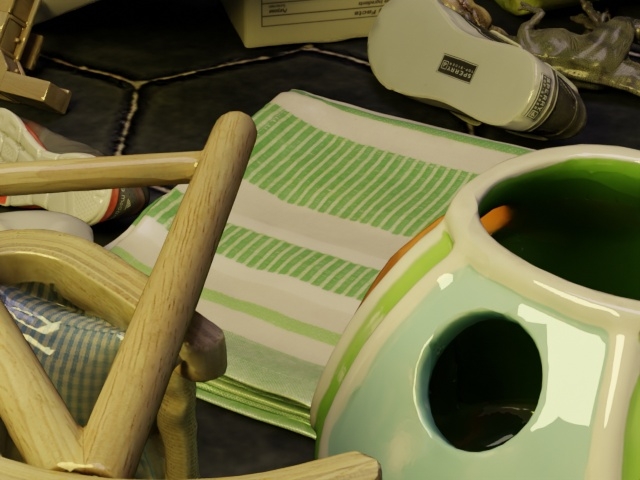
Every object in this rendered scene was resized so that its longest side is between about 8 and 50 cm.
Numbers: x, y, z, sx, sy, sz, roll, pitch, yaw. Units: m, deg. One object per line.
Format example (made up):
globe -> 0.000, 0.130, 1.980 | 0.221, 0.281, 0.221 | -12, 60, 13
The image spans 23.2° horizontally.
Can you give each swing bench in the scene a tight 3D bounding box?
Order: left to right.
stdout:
swing bench -> -0.080, 0.121, 0.577 | 0.165, 0.253, 0.254 | -5, 31, -9

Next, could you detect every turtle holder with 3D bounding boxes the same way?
turtle holder -> 0.130, 0.105, 0.629 | 0.243, 0.227, 0.320 | -10, 32, -17

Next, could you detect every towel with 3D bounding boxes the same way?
towel -> 0.000, 0.000, 0.987 | 0.248, 0.038, 0.325 | 17, 35, 24

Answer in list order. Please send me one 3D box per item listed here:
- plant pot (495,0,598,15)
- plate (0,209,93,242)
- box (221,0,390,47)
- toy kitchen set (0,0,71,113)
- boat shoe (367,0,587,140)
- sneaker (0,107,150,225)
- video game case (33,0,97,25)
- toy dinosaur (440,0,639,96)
plant pot -> 0.254, -0.313, 1.325 | 0.254, 0.276, 0.276 | -19, 34, -9
plate -> -0.267, 0.067, 0.835 | 0.277, 0.045, 0.278 | -8, 33, 0
box -> -0.006, -0.292, 1.281 | 0.149, 0.232, 0.127 | -7, 32, -14
toy kitchen set -> -0.213, -0.142, 1.199 | 0.075, 0.083, 0.068 | 15, -7, 23
boat shoe -> 0.113, -0.123, 1.169 | 0.070, 0.077, 0.219 | 22, 11, -37
sneaker -> -0.177, -0.044, 1.060 | 0.158, 0.061, 0.065 | 29, 14, 38
video game case -> -0.131, -0.321, 1.211 | 0.036, 0.300, 0.329 | 28, -17, -30
toy dinosaur -> 0.225, -0.151, 1.221 | 0.268, 0.064, 0.118 | 18, 42, 24
